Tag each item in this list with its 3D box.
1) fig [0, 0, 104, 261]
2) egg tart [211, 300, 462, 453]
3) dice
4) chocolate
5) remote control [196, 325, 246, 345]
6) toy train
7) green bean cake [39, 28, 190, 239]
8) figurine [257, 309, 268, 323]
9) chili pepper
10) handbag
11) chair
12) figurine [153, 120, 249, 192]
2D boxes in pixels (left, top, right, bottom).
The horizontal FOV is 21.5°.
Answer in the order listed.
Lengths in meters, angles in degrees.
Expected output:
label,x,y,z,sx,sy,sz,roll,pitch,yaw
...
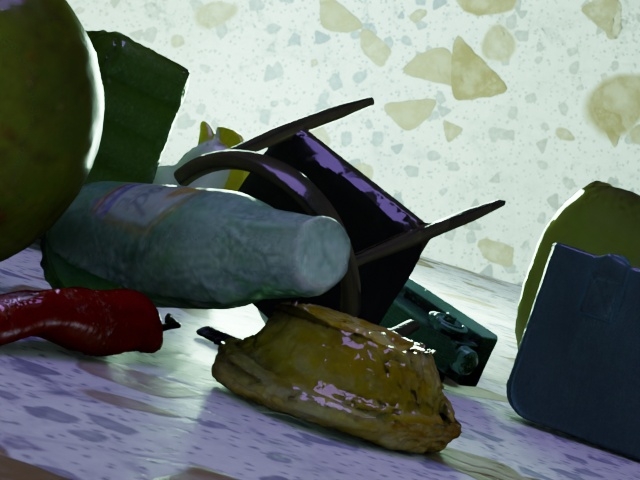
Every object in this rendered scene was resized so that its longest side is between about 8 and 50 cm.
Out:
label,x,y,z,sx,sy,sz,roll,pitch,yaw
fig,-0.292,-0.095,1.253,0.258,0.258,0.326,17,-10,-6
egg tart,0.018,0.094,1.208,0.191,0.074,0.191,19,3,-1
dice,0.358,0.081,1.718,0.233,0.226,0.238,14,6,-45
chocolate,-0.092,0.006,1.254,0.110,0.110,0.291,14,-8,-40
remote control,-0.060,0.087,1.383,0.096,0.014,0.039,19,4,41
toy train,0.094,0.080,1.587,0.099,0.070,0.172,11,18,-48
green bean cake,-0.259,-0.105,1.759,0.125,0.222,0.248,23,-6,-31
figurine,-0.024,0.043,1.563,0.114,0.079,0.114,35,31,-24
chili pepper,-0.165,0.053,1.150,0.059,0.050,0.268,37,13,26
handbag,0.290,0.103,1.476,0.229,0.179,0.062,20,4,9
chair,0.000,0.000,1.402,0.188,0.166,0.272,40,24,17
figurine,-0.124,-0.035,1.732,0.130,0.178,0.109,-15,-23,37
